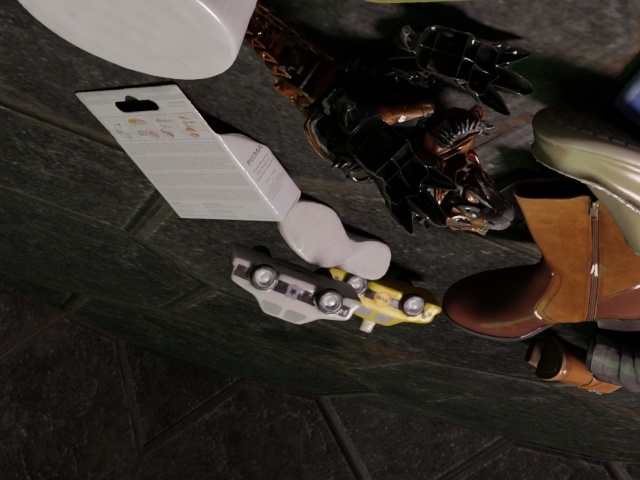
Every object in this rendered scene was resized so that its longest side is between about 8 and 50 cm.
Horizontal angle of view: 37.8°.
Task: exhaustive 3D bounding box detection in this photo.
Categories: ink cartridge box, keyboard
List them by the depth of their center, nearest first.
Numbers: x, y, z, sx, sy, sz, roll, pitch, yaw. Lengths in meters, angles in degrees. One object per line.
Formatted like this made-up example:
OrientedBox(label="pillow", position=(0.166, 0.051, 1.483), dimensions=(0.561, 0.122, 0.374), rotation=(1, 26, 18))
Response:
OrientedBox(label="keyboard", position=(0.268, -0.027, 1.035), dimensions=(0.180, 0.023, 0.108), rotation=(21, 157, -15))
OrientedBox(label="ink cartridge box", position=(-0.158, -0.115, 1.140), dimensions=(0.189, 0.066, 0.232), rotation=(3, 139, 39))

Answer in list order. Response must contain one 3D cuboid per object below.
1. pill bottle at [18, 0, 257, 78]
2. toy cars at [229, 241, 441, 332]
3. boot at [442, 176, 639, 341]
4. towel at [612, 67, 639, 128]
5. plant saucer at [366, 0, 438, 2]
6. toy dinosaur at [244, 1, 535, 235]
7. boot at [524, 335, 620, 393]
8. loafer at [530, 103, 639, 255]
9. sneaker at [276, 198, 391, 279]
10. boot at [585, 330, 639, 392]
OrientedBox(label="pill bottle", position=(-0.053, -0.192, 0.416), dimensions=(0.121, 0.221, 0.121), rotation=(15, 164, 4))
OrientedBox(label="toy cars", position=(0.017, 0.083, 1.349), dimensions=(0.176, 0.087, 0.394), rotation=(31, -166, 36))
OrientedBox(label="boot", position=(0.241, 0.025, 1.021), dimensions=(0.264, 0.096, 0.280), rotation=(5, 156, 23))
OrientedBox(label="towel", position=(0.327, -0.090, 0.621), dimensions=(0.209, 0.034, 0.285), rotation=(36, 166, 6))
OrientedBox(label="plant saucer", position=(0.077, -0.211, 0.545), dimensions=(0.188, 0.045, 0.188), rotation=(7, 163, 30))
OrientedBox(label="toy dinosaur", position=(0.047, -0.096, 0.805), dimensions=(0.322, 0.164, 0.218), rotation=(13, -178, -22))
OrientedBox(label="boot", position=(0.442, 0.219, 1.586), dimensions=(0.152, 0.072, 0.197), rotation=(22, -177, 1))
OrientedBox(label="loafer", position=(0.286, -0.032, 0.805), dimensions=(0.269, 0.092, 0.102), rotation=(22, -157, -19))
OrientedBox(label="sneaker", position=(0.000, 0.000, 1.308), dimensions=(0.094, 0.080, 0.212), rotation=(17, 171, 47))
OrientedBox(label="boot", position=(0.496, 0.184, 1.374), dimensions=(0.223, 0.118, 0.338), rotation=(15, 161, 24))
